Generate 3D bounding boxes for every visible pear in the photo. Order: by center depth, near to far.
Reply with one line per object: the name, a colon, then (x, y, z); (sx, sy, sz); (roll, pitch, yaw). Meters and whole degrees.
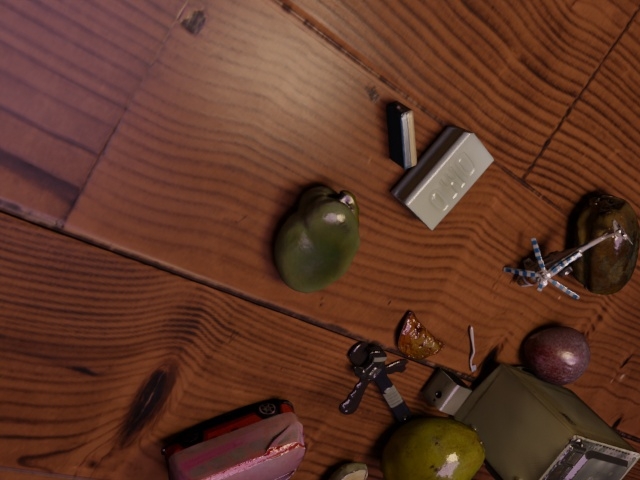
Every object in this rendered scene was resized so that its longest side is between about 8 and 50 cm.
pear: (0.282, 0.549, 1.744); (0.269, 0.212, 0.212); (-17, 129, 11)

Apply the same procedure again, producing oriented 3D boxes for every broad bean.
broad bean: (0.000, 0.000, 1.332); (0.169, 0.100, 0.228); (22, 116, -30)

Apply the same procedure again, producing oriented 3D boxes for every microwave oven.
microwave oven: (0.602, 0.540, 1.865); (0.394, 0.333, 0.247); (25, 106, -39)

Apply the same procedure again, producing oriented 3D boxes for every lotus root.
lotus root: (0.724, 0.019, 1.744); (0.160, 0.152, 0.274); (-32, 132, -27)

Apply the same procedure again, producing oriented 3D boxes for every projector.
projector: (0.322, 0.384, 1.754); (0.083, 0.083, 0.082); (28, 100, -39)

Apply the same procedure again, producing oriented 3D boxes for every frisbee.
frisbee: (0.134, 0.315, 1.645); (0.188, 0.012, 0.210); (-13, 123, -26)

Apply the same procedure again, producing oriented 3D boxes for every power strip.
power strip: (0.157, -0.204, 1.328); (0.032, 0.056, 0.123); (-22, 125, -18)

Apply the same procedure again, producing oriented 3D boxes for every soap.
soap: (0.253, -0.132, 1.423); (0.198, 0.066, 0.119); (-49, 132, 2)

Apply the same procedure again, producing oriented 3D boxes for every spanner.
spanner: (0.158, 0.363, 1.670); (0.087, 0.024, 0.315); (-36, 132, -8)

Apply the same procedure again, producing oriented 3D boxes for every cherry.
cherry: (0.646, 0.310, 1.873); (0.176, 0.140, 0.176); (-8, 127, -11)

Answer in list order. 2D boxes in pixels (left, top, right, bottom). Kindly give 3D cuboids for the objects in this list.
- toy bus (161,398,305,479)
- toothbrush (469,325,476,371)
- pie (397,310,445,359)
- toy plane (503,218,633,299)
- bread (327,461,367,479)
toy bus: (-0.175, 0.450, 1.455); (0.303, 0.147, 0.127); (-14, 129, -23)
toothbrush: (0.391, 0.282, 1.784); (0.017, 0.014, 0.162); (-17, 125, -5)
pie: (0.236, 0.247, 1.657); (0.088, 0.033, 0.191); (-44, 130, 3)
toy plane: (0.592, 0.031, 1.664); (0.273, 0.182, 0.107); (-54, 175, 23)
bread: (0.037, 0.652, 1.749); (0.232, 0.064, 0.172); (-41, 130, -3)
